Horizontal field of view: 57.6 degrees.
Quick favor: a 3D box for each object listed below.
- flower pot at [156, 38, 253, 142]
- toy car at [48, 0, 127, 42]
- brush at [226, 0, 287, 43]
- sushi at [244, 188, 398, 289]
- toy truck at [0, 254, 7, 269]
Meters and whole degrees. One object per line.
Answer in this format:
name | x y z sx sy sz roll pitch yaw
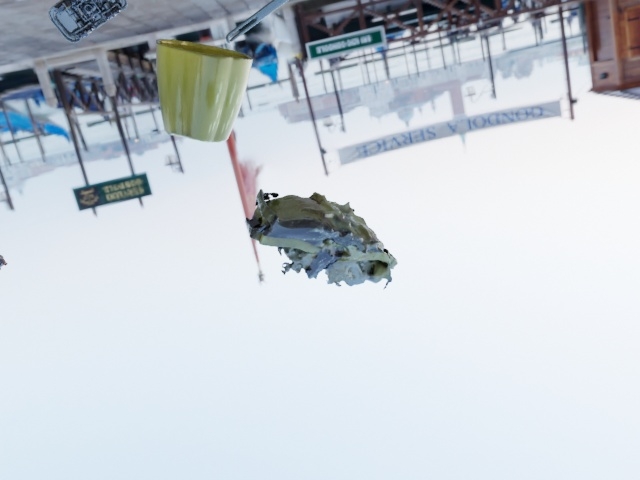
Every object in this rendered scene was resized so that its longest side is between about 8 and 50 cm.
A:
flower pot | -0.242 -0.300 1.179 0.195 0.179 0.195 9 -159 -3
toy car | -0.588 -0.595 1.481 0.191 0.097 0.100 -36 -147 -3
brush | -0.117 -0.548 1.357 0.266 0.027 0.062 -36 152 1
sushi | 0.004 -0.006 0.999 0.291 0.131 0.139 15 -154 -30
toy truck | -0.568 0.015 0.981 0.024 0.083 0.032 -37 -174 5
